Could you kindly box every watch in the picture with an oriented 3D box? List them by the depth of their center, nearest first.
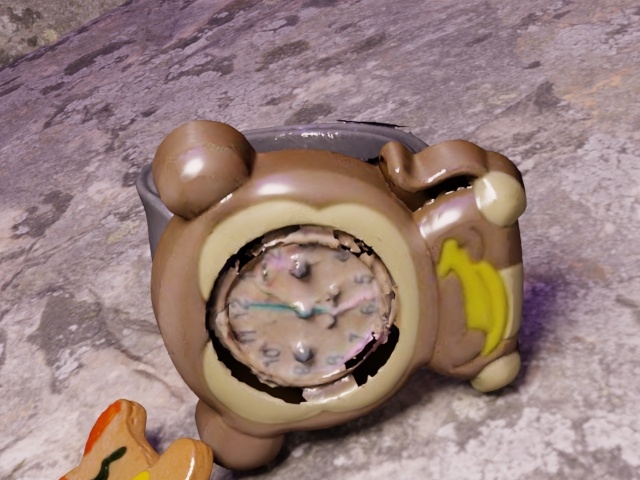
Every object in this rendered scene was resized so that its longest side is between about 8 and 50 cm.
[{"bbox_3d":[0.000,0.000,0.780,0.335,0.314,0.327,-6,23,-1],"label":"watch"}]

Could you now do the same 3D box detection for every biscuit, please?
[{"bbox_3d":[-0.153,0.231,0.666,0.250,0.036,0.165,24,80,49],"label":"biscuit"}]
